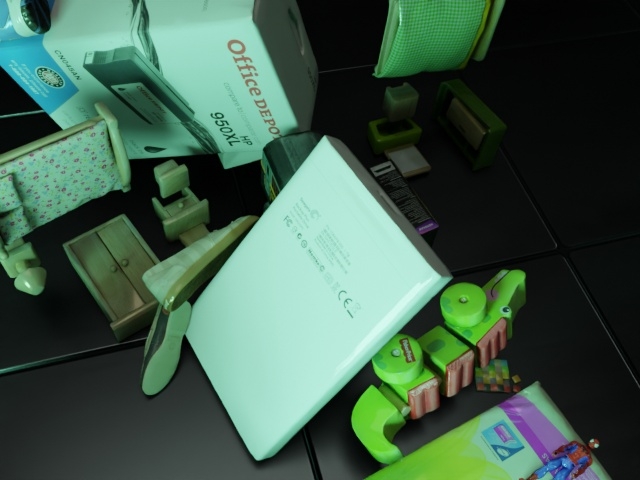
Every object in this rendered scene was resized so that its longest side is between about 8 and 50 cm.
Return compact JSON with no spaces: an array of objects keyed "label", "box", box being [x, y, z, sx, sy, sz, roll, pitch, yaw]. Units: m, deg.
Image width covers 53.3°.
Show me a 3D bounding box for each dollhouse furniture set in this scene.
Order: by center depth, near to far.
[{"label":"dollhouse furniture set","box":[-0.268,-0.043,0.835,0.303,0.355,0.174,-31,64,-24]},{"label":"dollhouse furniture set","box":[0.207,-0.254,1.055,0.197,0.301,0.151,-17,56,-19]}]

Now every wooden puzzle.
[{"label":"wooden puzzle","box":[0.250,0.196,0.929,0.083,0.006,0.049,4,55,-2]}]

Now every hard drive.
[{"label":"hard drive","box":[-0.028,0.078,0.806,0.047,0.353,0.233,5,42,-52]}]

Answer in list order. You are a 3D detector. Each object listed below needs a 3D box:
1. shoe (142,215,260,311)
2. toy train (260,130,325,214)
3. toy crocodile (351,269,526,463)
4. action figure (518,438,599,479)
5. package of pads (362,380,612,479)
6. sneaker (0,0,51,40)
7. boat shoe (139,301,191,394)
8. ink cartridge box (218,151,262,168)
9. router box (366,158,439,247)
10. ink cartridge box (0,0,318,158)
[{"label":"shoe","box":[-0.161,0.017,0.907,0.058,0.076,0.219,32,42,14]},{"label":"toy train","box":[0.000,0.000,0.929,0.142,0.190,0.334,-14,58,-14]},{"label":"toy crocodile","box":[0.172,0.158,0.868,0.340,0.115,0.105,-34,45,-23]},{"label":"action figure","box":[0.287,0.265,0.751,0.115,0.030,0.038,-24,54,-23]},{"label":"package of pads","box":[0.214,0.341,0.770,0.296,0.101,0.229,-22,59,-18]},{"label":"sneaker","box":[-0.419,-0.352,0.851,0.081,0.080,0.211,-19,60,6]},{"label":"boat shoe","box":[-0.222,0.144,0.886,0.043,0.049,0.137,11,79,36]},{"label":"ink cartridge box","box":[-0.152,-0.234,1.152,0.115,0.067,0.198,-17,60,-16]},{"label":"router box","box":[0.109,-0.013,0.956,0.046,0.179,0.133,-21,61,-16]},{"label":"ink cartridge box","box":[-0.228,-0.270,0.969,0.394,0.285,0.166,-2,63,14]}]
